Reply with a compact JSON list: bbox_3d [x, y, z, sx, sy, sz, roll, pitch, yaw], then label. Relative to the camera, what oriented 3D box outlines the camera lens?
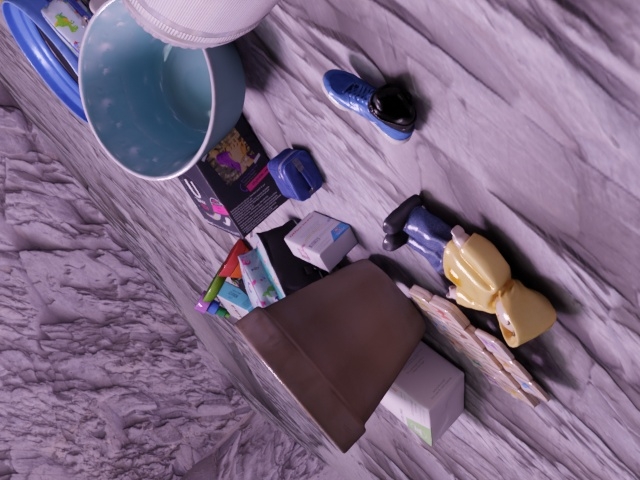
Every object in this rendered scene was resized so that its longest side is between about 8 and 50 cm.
[{"bbox_3d":[-0.128,-0.364,0.903,0.219,0.219,0.274,52,160,-11],"label":"camera lens"}]

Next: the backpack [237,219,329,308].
[{"bbox_3d":[-0.065,0.108,1.707,0.225,0.191,0.253,62,178,30],"label":"backpack"}]

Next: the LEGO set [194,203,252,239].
[{"bbox_3d":[-0.247,-0.113,1.913,0.182,0.060,0.244,30,158,12],"label":"LEGO set"}]

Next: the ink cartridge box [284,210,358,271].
[{"bbox_3d":[0.000,0.000,1.515,0.122,0.088,0.052,25,153,48],"label":"ink cartridge box"}]

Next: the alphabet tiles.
[{"bbox_3d":[0.267,0.186,1.322,0.284,0.021,0.278,46,172,-25],"label":"alphabet tiles"}]

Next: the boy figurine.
[{"bbox_3d":[0.224,0.054,1.158,0.285,0.092,0.177,42,157,24],"label":"boy figurine"}]

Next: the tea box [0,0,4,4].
[{"bbox_3d":[-0.977,-0.696,1.879,0.220,0.323,0.329,46,161,6],"label":"tea box"}]

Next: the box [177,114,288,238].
[{"bbox_3d":[-0.212,-0.160,1.572,0.165,0.143,0.270,19,145,53],"label":"box"}]

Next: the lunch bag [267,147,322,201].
[{"bbox_3d":[-0.043,-0.119,1.413,0.065,0.067,0.098,20,147,54],"label":"lunch bag"}]

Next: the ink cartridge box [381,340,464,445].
[{"bbox_3d":[0.143,0.267,1.677,0.353,0.119,0.207,37,158,30],"label":"ink cartridge box"}]

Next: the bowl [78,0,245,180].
[{"bbox_3d":[-0.251,-0.270,1.317,0.312,0.163,0.311,11,111,32],"label":"bowl"}]

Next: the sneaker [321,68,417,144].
[{"bbox_3d":[0.068,-0.198,1.043,0.152,0.058,0.084,41,165,7],"label":"sneaker"}]

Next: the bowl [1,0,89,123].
[{"bbox_3d":[-0.701,-0.491,2.061,0.391,0.077,0.391,41,159,19],"label":"bowl"}]

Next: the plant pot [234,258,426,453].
[{"bbox_3d":[0.041,0.194,1.466,0.323,0.280,0.323,49,173,8],"label":"plant pot"}]

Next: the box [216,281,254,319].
[{"bbox_3d":[-0.253,0.213,2.479,0.244,0.060,0.100,18,145,54],"label":"box"}]

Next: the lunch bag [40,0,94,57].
[{"bbox_3d":[-0.515,-0.449,1.672,0.176,0.090,0.219,48,178,-4],"label":"lunch bag"}]

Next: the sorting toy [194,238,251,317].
[{"bbox_3d":[-0.250,0.134,2.179,0.126,0.127,0.365,29,141,-9],"label":"sorting toy"}]

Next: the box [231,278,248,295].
[{"bbox_3d":[-0.221,0.117,2.246,0.083,0.052,0.062,38,158,24],"label":"box"}]

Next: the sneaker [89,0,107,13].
[{"bbox_3d":[-0.385,-0.420,1.569,0.212,0.080,0.094,50,173,15],"label":"sneaker"}]
